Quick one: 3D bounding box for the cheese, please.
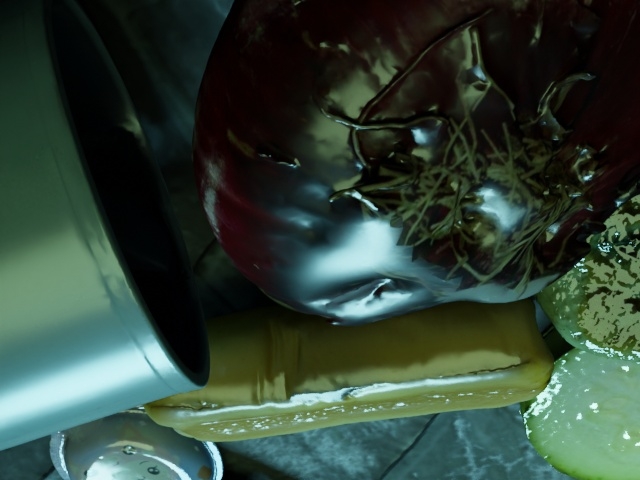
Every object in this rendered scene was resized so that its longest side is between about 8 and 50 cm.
[{"bbox_3d":[-0.129,0.203,1.182,0.135,0.052,0.244,-31,124,25],"label":"cheese"}]

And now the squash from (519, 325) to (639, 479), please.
[{"bbox_3d":[0.266,0.122,1.114,0.219,0.041,0.219,1,134,1],"label":"squash"}]

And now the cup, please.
[{"bbox_3d":[-0.267,-0.009,0.836,0.311,0.257,0.331,-20,122,3],"label":"cup"}]

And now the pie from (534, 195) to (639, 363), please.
[{"bbox_3d":[0.229,0.005,0.979,0.187,0.041,0.187,2,114,5],"label":"pie"}]

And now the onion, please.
[{"bbox_3d":[0.069,-0.091,0.826,0.314,0.232,0.314,-17,144,-13],"label":"onion"}]

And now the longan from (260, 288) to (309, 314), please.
[{"bbox_3d":[0.000,0.000,0.977,0.113,0.092,0.113,6,122,10],"label":"longan"}]

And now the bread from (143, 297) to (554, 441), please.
[{"bbox_3d":[0.018,0.089,1.046,0.305,0.091,0.142,-8,166,8],"label":"bread"}]
